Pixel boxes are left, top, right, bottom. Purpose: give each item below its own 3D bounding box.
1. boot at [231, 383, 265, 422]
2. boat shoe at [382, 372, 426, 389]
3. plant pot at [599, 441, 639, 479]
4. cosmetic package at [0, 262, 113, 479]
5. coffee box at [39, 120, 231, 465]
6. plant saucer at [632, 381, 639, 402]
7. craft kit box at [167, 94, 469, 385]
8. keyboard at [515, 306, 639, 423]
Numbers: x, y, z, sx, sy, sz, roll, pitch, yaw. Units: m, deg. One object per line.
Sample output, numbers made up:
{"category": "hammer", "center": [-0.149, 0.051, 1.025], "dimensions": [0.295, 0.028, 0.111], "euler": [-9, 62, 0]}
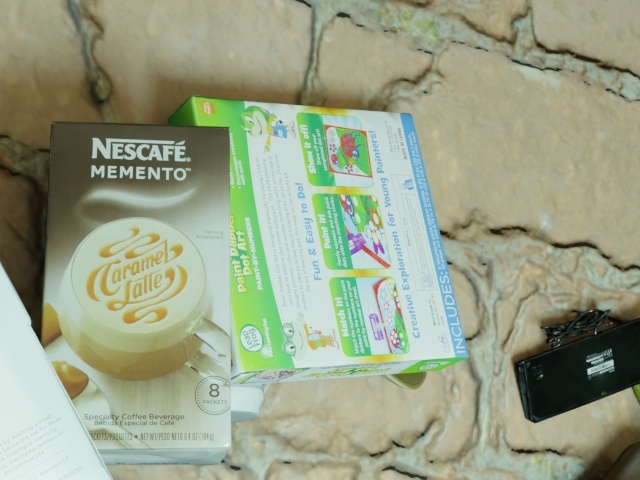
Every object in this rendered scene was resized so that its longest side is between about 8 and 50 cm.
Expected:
{"category": "boot", "center": [-0.172, 0.089, 1.007], "dimensions": [0.258, 0.095, 0.124], "euler": [6, 68, -29]}
{"category": "boat shoe", "center": [0.044, 0.092, 1.131], "dimensions": [0.135, 0.045, 0.050], "euler": [46, 59, -11]}
{"category": "plant pot", "center": [0.320, 0.301, 1.194], "dimensions": [0.167, 0.167, 0.165], "euler": [52, 57, -13]}
{"category": "cosmetic package", "center": [-0.288, 0.052, 0.776], "dimensions": [0.097, 0.377, 0.285], "euler": [-27, 96, -28]}
{"category": "coffee box", "center": [-0.141, 0.042, 0.904], "dimensions": [0.141, 0.098, 0.247], "euler": [1, 72, -10]}
{"category": "plant saucer", "center": [0.453, 0.210, 1.277], "dimensions": [0.188, 0.188, 0.045], "euler": [-3, 122, -28]}
{"category": "craft kit box", "center": [0.000, 0.000, 1.067], "dimensions": [0.246, 0.061, 0.250], "euler": [2, 68, -37]}
{"category": "keyboard", "center": [0.285, 0.119, 1.265], "dimensions": [0.192, 0.038, 0.100], "euler": [-16, 105, -23]}
